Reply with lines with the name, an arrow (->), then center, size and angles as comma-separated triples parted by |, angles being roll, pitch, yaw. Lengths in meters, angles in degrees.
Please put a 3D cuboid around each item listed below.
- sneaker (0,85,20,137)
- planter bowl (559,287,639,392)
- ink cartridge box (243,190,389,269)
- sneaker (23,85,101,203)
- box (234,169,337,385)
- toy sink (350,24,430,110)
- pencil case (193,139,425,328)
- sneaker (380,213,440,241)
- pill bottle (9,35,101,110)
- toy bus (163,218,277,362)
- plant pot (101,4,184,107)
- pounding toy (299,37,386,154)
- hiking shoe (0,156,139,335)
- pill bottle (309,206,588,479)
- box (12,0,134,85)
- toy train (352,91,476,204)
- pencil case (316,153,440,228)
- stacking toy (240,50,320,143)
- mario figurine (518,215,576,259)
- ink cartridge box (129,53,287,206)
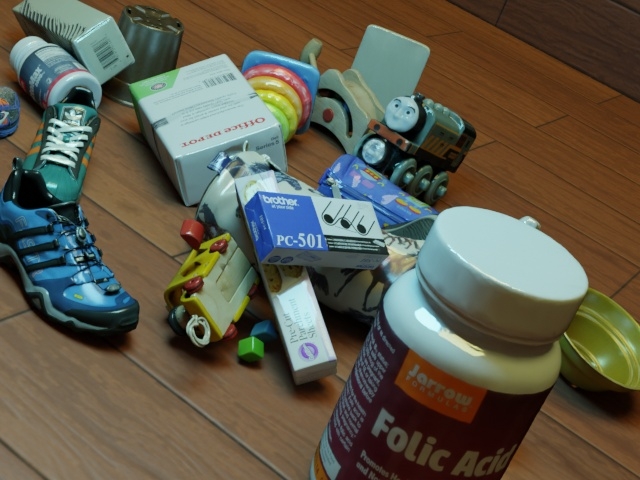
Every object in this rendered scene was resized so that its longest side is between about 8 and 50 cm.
sneaker -> -0.557, -0.216, 1.854 | 0.083, 0.087, 0.221 | 21, 27, -4
planter bowl -> 0.451, 0.185, 1.842 | 0.217, 0.090, 0.217 | 23, 37, -19
ink cartridge box -> -0.004, -0.013, 1.600 | 0.207, 0.046, 0.097 | 4, 55, -36
sneaker -> -0.424, -0.159, 1.810 | 0.108, 0.121, 0.302 | 15, 28, -14
box -> -0.053, 0.049, 1.610 | 0.067, 0.063, 0.324 | -15, 64, -7
toy sink -> 0.145, -0.374, 2.507 | 0.153, 0.234, 0.131 | 22, 27, 1
pencil case -> 0.000, 0.000, 1.763 | 0.410, 0.183, 0.160 | 27, 0, 11
sneaker -> 0.154, 0.008, 1.880 | 0.118, 0.222, 0.083 | -10, 85, -49
pill bottle -> -0.493, -0.299, 2.032 | 0.108, 0.108, 0.180 | -8, 39, -45
toy bus -> -0.168, 0.083, 1.570 | 0.202, 0.104, 0.190 | 20, 54, -54
plant pot -> -0.353, -0.371, 2.206 | 0.167, 0.165, 0.167 | 18, 26, -9
pounding toy -> 0.011, -0.285, 2.362 | 0.155, 0.154, 0.269 | -10, 60, -47
hiking shoe -> -0.359, 0.015, 1.524 | 0.304, 0.132, 0.113 | 36, 30, 25
pill bottle -> 0.151, 0.172, 1.326 | 0.224, 0.392, 0.224 | 17, 27, -9
box -> -0.480, -0.398, 2.136 | 0.094, 0.113, 0.275 | -40, 41, -19
toy train -> 0.189, -0.188, 2.191 | 0.142, 0.190, 0.334 | 35, 10, 26
pencil case -> 0.124, -0.044, 2.007 | 0.306, 0.119, 0.133 | 34, 10, 22
stacking toy -> -0.115, -0.222, 2.163 | 0.166, 0.175, 0.301 | 15, 41, 1
mario figurine -> 0.337, 0.070, 1.885 | 0.321, 0.198, 0.170 | -4, 19, -34
ink cartridge box -> -0.203, -0.202, 1.985 | 0.198, 0.114, 0.273 | -20, 42, -14
